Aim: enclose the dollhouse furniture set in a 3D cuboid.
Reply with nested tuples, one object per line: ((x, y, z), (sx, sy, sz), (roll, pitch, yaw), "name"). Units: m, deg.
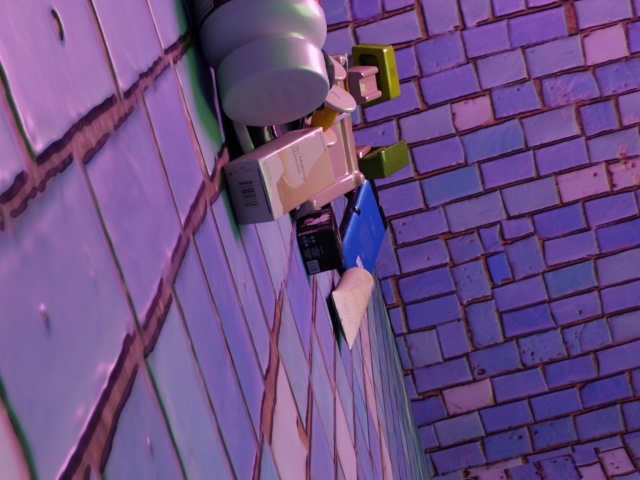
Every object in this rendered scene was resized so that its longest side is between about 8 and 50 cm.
((-0.015, -0.161, 1.552), (0.301, 0.151, 0.198), (-31, 115, -54), "dollhouse furniture set")

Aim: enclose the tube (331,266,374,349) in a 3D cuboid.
((0.045, 0.097, 1.740), (0.070, 0.062, 0.240), (32, 14, -1), "tube")

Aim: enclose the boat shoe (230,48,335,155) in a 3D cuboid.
((-0.041, -0.181, 1.172), (0.340, 0.113, 0.127), (-96, 172, -57), "boat shoe")

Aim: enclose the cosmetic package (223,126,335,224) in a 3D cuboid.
((-0.036, -0.061, 1.006), (0.115, 0.041, 0.060), (-37, 116, -52), "cosmetic package")

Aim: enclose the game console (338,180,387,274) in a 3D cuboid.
((0.025, -0.059, 2.107), (0.293, 0.173, 0.250), (63, 45, -68), "game console")

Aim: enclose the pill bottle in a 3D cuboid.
((-0.061, -0.228, 1.030), (0.121, 0.121, 0.221), (64, 12, -67), "pill bottle")

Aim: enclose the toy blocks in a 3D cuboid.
((-0.019, -0.131, 1.289), (0.148, 0.054, 0.123), (-59, -154, 31), "toy blocks")

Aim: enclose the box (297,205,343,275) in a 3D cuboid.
((0.000, 0.000, 1.482), (0.083, 0.052, 0.062), (-90, 165, -67), "box")
